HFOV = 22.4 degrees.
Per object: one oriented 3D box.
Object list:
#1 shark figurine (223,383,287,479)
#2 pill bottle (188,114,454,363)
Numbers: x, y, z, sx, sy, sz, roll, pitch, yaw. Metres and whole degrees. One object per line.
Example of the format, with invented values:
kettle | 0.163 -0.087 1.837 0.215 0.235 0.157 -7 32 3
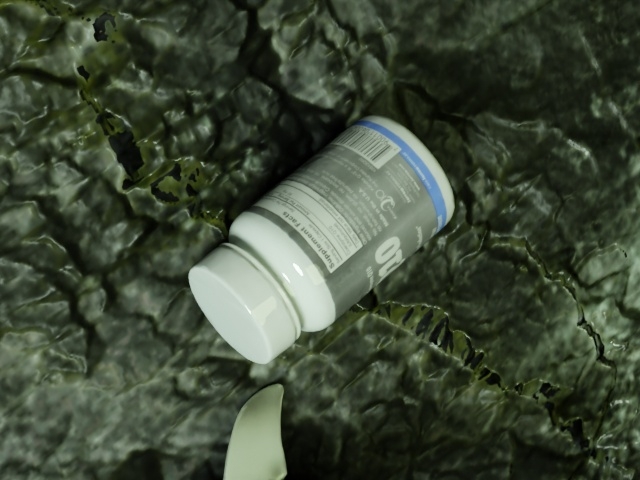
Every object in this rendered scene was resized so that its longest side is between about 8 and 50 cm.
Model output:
shark figurine | 0.025 0.191 0.919 0.116 0.278 0.166 99 4 -58
pill bottle | 0.000 0.000 0.876 0.137 0.078 0.078 -40 123 -21
